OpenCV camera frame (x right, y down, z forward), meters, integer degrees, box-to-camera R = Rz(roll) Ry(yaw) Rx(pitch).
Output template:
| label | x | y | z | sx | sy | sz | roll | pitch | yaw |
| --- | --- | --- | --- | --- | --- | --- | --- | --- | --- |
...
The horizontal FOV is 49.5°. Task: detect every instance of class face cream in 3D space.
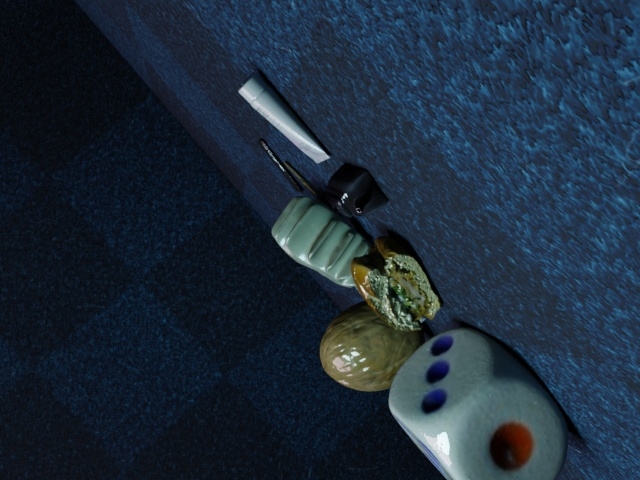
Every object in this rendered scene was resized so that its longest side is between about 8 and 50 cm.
| label | x | y | z | sx | sy | sz | roll | pitch | yaw |
| --- | --- | --- | --- | --- | --- | --- | --- | --- | --- |
| face cream | -0.077 | -0.260 | 1.508 | 0.244 | 0.058 | 0.092 | 44 | 169 | -12 |

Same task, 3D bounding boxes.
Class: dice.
| label | x | y | z | sx | sy | sz | roll | pitch | yaw |
| --- | --- | --- | --- | --- | --- | --- | --- | --- | --- |
| dice | 0.344 | 0.396 | 1.546 | 0.304 | 0.277 | 0.304 | 49 | 171 | -17 |

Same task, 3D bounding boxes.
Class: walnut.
| label | x | y | z | sx | sy | sz | roll | pitch | yaw |
| --- | --- | --- | --- | --- | --- | --- | --- | --- | --- |
| walnut | 0.148 | 0.303 | 2.030 | 0.277 | 0.313 | 0.252 | -136 | 23 | -81 |

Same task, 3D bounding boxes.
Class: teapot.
| label | x | y | z | sx | sy | sz | roll | pitch | yaw |
| --- | --- | --- | --- | --- | --- | --- | --- | --- | --- |
| teapot | 0.058 | -0.089 | 1.415 | 0.087 | 0.096 | 0.177 | 52 | 172 | -24 |

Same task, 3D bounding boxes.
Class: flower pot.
| label | x | y | z | sx | sy | sz | roll | pitch | yaw |
| --- | --- | --- | --- | --- | --- | --- | --- | --- | --- |
| flower pot | 0.000 | 0.000 | 1.885 | 0.254 | 0.164 | 0.367 | 34 | 179 | -11 |

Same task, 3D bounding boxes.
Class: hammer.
| label | x | y | z | sx | sy | sz | roll | pitch | yaw |
| --- | --- | --- | --- | --- | --- | --- | --- | --- | --- |
| hammer | -0.042 | -0.161 | 1.919 | 0.182 | 0.017 | 0.062 | 46 | 172 | 29 |

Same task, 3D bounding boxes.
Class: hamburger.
| label | x | y | z | sx | sy | sz | roll | pitch | yaw |
| --- | --- | --- | --- | --- | --- | --- | --- | --- | --- |
| hamburger | 0.160 | 0.102 | 1.606 | 0.156 | 0.144 | 0.283 | 41 | 171 | 46 |

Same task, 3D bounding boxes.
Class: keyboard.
| label | x | y | z | sx | sy | sz | roll | pitch | yaw |
| --- | --- | --- | --- | --- | --- | --- | --- | --- | --- |
| keyboard | -0.119 | -0.220 | 2.060 | 0.196 | 0.015 | 0.074 | 51 | 176 | -15 |

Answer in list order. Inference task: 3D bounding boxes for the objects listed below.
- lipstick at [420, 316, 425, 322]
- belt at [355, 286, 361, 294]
| label | x | y | z | sx | sy | sz | roll | pitch | yaw |
| --- | --- | --- | --- | --- | --- | --- | --- | --- | --- |
| lipstick | 0.233 | 0.177 | 1.939 | 0.141 | 0.040 | 0.040 | 47 | 172 | 15 |
| belt | 0.112 | 0.118 | 2.260 | 0.179 | 0.065 | 0.100 | 48 | -179 | -9 |
